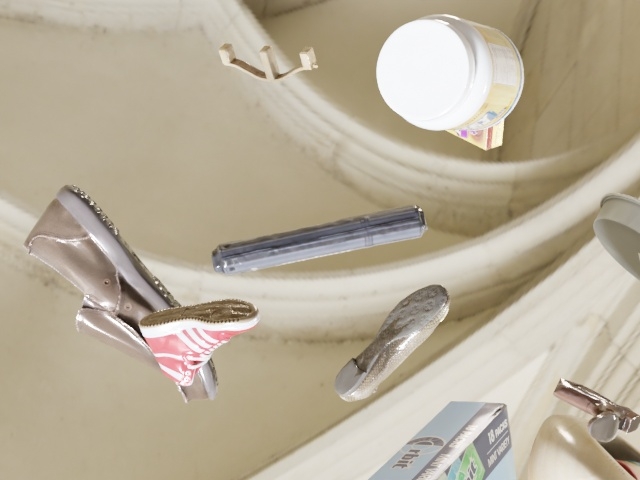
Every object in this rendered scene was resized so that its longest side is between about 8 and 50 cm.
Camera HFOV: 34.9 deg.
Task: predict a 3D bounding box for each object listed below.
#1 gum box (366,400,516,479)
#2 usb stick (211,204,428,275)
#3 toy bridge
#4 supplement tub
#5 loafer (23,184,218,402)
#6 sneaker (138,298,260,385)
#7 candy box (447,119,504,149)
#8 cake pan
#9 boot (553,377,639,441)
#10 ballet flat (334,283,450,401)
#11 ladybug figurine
[{"bbox_3d":[0.071,0.204,0.565,0.041,0.185,0.157,-2,-168,31],"label":"gum box"},{"bbox_3d":[0.000,0.000,1.303,0.277,0.077,0.045,-11,-87,-1],"label":"usb stick"},{"bbox_3d":[-0.087,-0.309,1.781,0.188,0.063,0.026,9,-136,28],"label":"toy bridge"},{"bbox_3d":[0.169,-0.215,1.321,0.144,0.144,0.199,47,-156,17],"label":"supplement tub"},{"bbox_3d":[-0.283,0.096,1.448,0.130,0.134,0.366,-38,-86,-4],"label":"loafer"},{"bbox_3d":[-0.099,0.092,0.906,0.118,0.067,0.042,-7,-157,25],"label":"sneaker"},{"bbox_3d":[0.319,-0.282,2.224,0.053,0.109,0.186,-18,-147,-29],"label":"candy box"},{"bbox_3d":[0.666,0.023,2.044,0.293,0.293,0.054,41,-98,12],"label":"cake pan"},{"bbox_3d":[0.329,0.208,1.279,0.106,0.037,0.114,7,-163,-42],"label":"boot"},{"bbox_3d":[0.124,0.172,1.661,0.058,0.250,0.084,37,-171,-33],"label":"ballet flat"},{"bbox_3d":[0.474,0.430,1.677,0.305,0.162,0.449,46,-168,34],"label":"ladybug figurine"}]
